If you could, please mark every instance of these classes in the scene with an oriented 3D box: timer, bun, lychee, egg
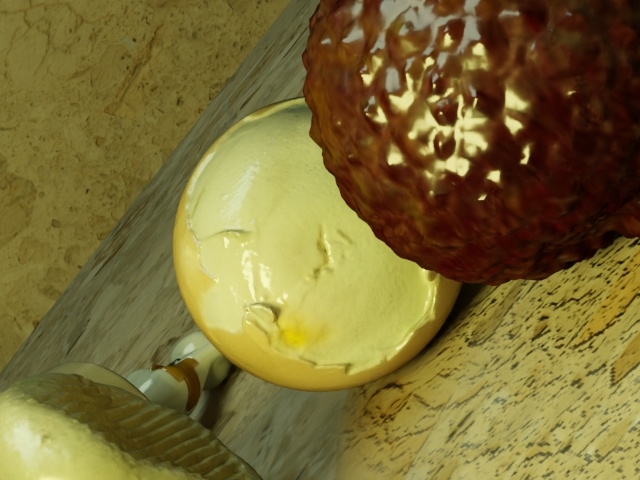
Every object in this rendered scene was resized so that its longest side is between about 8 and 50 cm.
[{"bbox_3d":[-0.157,0.147,1.471,0.175,0.175,0.266,-40,0,42],"label":"timer"},{"bbox_3d":[-0.131,0.180,1.066,0.133,0.231,0.231,-63,12,1],"label":"bun"},{"bbox_3d":[0.110,-0.098,0.918,0.260,0.260,0.260,-48,12,14],"label":"lychee"},{"bbox_3d":[0.000,0.000,1.128,0.201,0.201,0.244,-51,2,4],"label":"egg"}]
